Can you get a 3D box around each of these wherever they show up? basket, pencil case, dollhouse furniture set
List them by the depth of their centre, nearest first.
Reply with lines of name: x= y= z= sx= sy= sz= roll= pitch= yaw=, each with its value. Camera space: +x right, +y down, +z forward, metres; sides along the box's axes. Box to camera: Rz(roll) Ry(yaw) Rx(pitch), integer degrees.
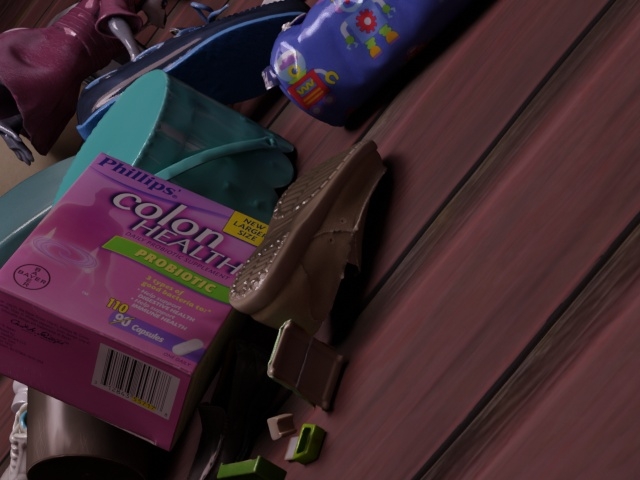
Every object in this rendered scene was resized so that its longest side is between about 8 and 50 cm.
dollhouse furniture set: x=-0.038 y=0.155 z=1.194 sx=0.059 sy=0.076 sz=0.151 roll=-21 pitch=43 yaw=49
basket: x=-0.246 y=0.161 z=1.443 sx=0.154 sy=0.204 sz=0.226 roll=-25 pitch=47 yaw=32
pencil case: x=0.072 y=-0.260 z=1.445 sx=0.306 sy=0.133 sz=0.119 roll=-41 pitch=-4 yaw=25

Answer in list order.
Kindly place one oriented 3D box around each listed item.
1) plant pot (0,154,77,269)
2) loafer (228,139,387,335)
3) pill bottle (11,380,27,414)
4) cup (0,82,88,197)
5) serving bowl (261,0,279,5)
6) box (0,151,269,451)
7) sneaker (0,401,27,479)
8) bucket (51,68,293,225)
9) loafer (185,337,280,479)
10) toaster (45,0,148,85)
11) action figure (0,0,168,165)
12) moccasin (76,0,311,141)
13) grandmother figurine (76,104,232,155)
plant pot: x=-0.382 y=-0.003 z=1.893 sx=0.234 sy=0.165 sz=0.165 roll=-38 pitch=29 yaw=15
loafer: x=0.000 y=0.000 z=1.308 sx=0.102 sy=0.092 sz=0.268 roll=-25 pitch=23 yaw=45
pill bottle: x=-0.375 y=0.182 z=1.758 sx=0.065 sy=0.065 sz=0.116 roll=-32 pitch=35 yaw=40
cup: x=-0.506 y=-0.157 z=2.197 sx=0.331 sy=0.237 sz=0.331 roll=-40 pitch=30 yaw=28
serving bowl: x=-0.052 y=-0.343 z=1.876 sx=0.083 sy=0.027 sz=0.083 roll=-40 pitch=30 yaw=29
box: x=-0.188 y=0.055 z=1.324 sx=0.243 sy=0.214 sz=0.117 roll=-60 pitch=-8 yaw=-50
sneaker: x=-0.338 y=0.244 z=1.586 sx=0.229 sy=0.092 sz=0.087 roll=-44 pitch=28 yaw=32
bucket: x=-0.186 y=-0.058 z=1.583 sx=0.281 sy=0.183 sz=0.281 roll=-42 pitch=29 yaw=29
loafer: x=-0.099 y=0.177 z=1.290 sx=0.062 sy=0.061 sz=0.170 roll=-8 pitch=53 yaw=56
toaster: x=-0.413 y=-0.328 z=2.305 sx=0.168 sy=0.186 sz=0.110 roll=-16 pitch=41 yaw=52
action figure: x=-0.377 y=-0.304 z=2.017 sx=0.370 sy=0.276 sz=0.248 roll=-49 pitch=4 yaw=-17
moccasin: x=-0.169 y=-0.239 z=1.703 sx=0.342 sy=0.137 sz=0.117 roll=-22 pitch=45 yaw=-3
grandmother figurine: x=-0.246 y=-0.176 z=1.931 sx=0.342 sy=0.104 sz=0.208 roll=-24 pitch=21 yaw=44
